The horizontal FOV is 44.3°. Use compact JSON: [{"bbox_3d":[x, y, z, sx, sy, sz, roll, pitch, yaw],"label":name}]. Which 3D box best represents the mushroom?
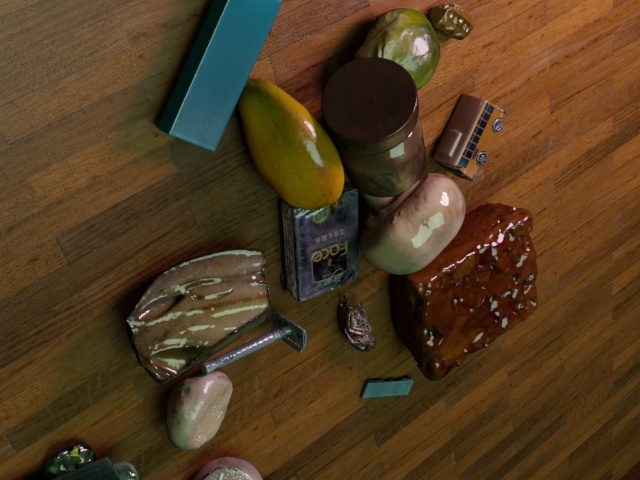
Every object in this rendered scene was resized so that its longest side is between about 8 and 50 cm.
[{"bbox_3d":[0.182,-0.064,1.726,0.234,0.254,0.260,46,36,-8],"label":"mushroom"}]

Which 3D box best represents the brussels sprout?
[{"bbox_3d":[0.160,-0.374,1.585,0.181,0.144,0.161,-40,142,-3],"label":"brussels sprout"}]

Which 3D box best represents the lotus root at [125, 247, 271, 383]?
[{"bbox_3d":[-0.236,0.143,1.562,0.314,0.142,0.210,-19,86,-25],"label":"lotus root"}]

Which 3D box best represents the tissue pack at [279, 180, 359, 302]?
[{"bbox_3d":[0.000,0.000,1.704,0.173,0.073,0.235,-19,123,-29],"label":"tissue pack"}]

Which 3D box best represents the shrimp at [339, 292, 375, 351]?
[{"bbox_3d":[0.084,0.198,1.881,0.073,0.075,0.190,-18,118,8],"label":"shrimp"}]

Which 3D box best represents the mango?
[{"bbox_3d":[-0.059,-0.176,1.501,0.119,0.176,0.317,-49,120,-35],"label":"mango"}]

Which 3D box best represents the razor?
[{"bbox_3d":[-0.151,0.228,1.668,0.232,0.106,0.068,-22,124,-34],"label":"razor"}]

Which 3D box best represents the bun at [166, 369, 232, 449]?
[{"bbox_3d":[-0.267,0.348,1.657,0.183,0.102,0.183,-51,154,-37],"label":"bun"}]

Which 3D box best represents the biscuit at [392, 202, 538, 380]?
[{"bbox_3d":[0.368,0.118,1.994,0.395,0.166,0.342,-29,129,-22],"label":"biscuit"}]

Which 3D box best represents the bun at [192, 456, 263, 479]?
[{"bbox_3d":[-0.215,0.579,1.806,0.173,0.120,0.172,0,93,-8],"label":"bun"}]

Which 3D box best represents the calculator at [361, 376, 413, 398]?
[{"bbox_3d":[0.179,0.391,2.090,0.172,0.018,0.057,3,109,-39],"label":"calculator"}]

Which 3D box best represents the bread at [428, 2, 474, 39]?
[{"bbox_3d":[0.287,-0.474,1.691,0.110,0.060,0.066,16,74,-41],"label":"bread"}]

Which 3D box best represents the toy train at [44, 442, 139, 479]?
[{"bbox_3d":[-0.560,0.575,1.505,0.442,0.179,0.272,-16,130,-32],"label":"toy train"}]

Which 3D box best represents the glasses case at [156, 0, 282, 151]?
[{"bbox_3d":[-0.184,-0.317,1.400,0.117,0.070,0.301,19,98,-49],"label":"glasses case"}]

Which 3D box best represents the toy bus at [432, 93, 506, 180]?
[{"bbox_3d":[0.344,-0.242,1.838,0.103,0.091,0.182,20,98,-41],"label":"toy bus"}]

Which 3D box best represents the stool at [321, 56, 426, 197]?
[{"bbox_3d":[0.111,-0.214,1.545,0.179,0.179,0.264,-48,159,-8],"label":"stool"}]
